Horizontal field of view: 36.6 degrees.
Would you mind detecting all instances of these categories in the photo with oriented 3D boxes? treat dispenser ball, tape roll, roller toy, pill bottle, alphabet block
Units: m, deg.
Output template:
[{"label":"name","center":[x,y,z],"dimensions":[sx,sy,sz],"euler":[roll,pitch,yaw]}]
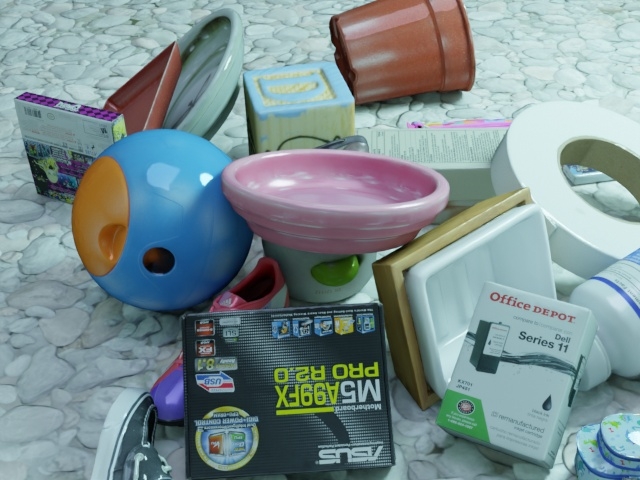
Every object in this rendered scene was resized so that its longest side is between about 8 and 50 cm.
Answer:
[{"label":"treat dispenser ball","center":[-0.246,-0.032,1.529],"dimensions":[0.288,0.288,0.288],"euler":[-2,34,1]},{"label":"tape roll","center":[0.477,-0.082,1.626],"dimensions":[0.392,0.072,0.392],"euler":[11,47,-12]},{"label":"roller toy","center":[0.000,0.000,1.591],"dimensions":[0.191,0.146,0.209],"euler":[20,48,18]},{"label":"pill bottle","center":[0.457,0.101,1.390],"dimensions":[0.272,0.152,0.152],"euler":[-31,41,-12]},{"label":"alphabet block","center":[-0.041,-0.210,1.859],"dimensions":[0.192,0.197,0.193],"euler":[-8,34,-6]}]

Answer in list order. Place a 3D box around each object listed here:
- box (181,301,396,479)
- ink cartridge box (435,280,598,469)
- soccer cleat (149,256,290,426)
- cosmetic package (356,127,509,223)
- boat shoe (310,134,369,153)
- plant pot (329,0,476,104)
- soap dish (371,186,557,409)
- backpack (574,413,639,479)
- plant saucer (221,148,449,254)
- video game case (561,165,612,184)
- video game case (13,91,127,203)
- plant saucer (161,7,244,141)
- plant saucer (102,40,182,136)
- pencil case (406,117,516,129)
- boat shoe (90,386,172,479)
[{"label":"box","center":[-0.044,0.198,1.273],"dimensions":[0.270,0.060,0.216],"euler":[-3,75,-1]},{"label":"ink cartridge box","center":[0.261,0.175,1.279],"dimensions":[0.153,0.087,0.208],"euler":[15,75,25]},{"label":"soccer cleat","center":[-0.150,0.144,1.416],"dimensions":[0.108,0.116,0.318],"euler":[17,39,26]},{"label":"cosmetic package","center":[0.212,-0.118,1.769],"dimensions":[0.296,0.129,0.153],"euler":[1,36,4]},{"label":"boat shoe","center":[-0.027,-0.104,1.703],"dimensions":[0.285,0.103,0.092],"euler":[-22,43,34]},{"label":"plant pot","center":[0.171,-0.428,2.130],"dimensions":[0.265,0.272,0.272],"euler":[-15,36,-5]},{"label":"soap dish","center":[0.212,0.076,1.414],"dimensions":[0.291,0.229,0.118],"euler":[-27,25,-32]},{"label":"backpack","center":[0.382,0.272,1.224],"dimensions":[0.114,0.084,0.105],"euler":[-3,32,4]},{"label":"plant saucer","center":[0.020,-0.058,1.418],"dimensions":[0.332,0.084,0.332],"euler":[3,19,-1]},{"label":"video game case","center":[0.563,-0.175,1.923],"dimensions":[0.201,0.023,0.183],"euler":[-7,34,-8]},{"label":"video game case","center":[-0.451,-0.157,1.796],"dimensions":[0.232,0.210,0.042],"euler":[15,38,25]},{"label":"plant saucer","center":[-0.263,-0.275,1.931],"dimensions":[0.400,0.100,0.400],"euler":[-38,32,29]},{"label":"plant saucer","center":[-0.370,-0.237,1.900],"dimensions":[0.258,0.048,0.259],"euler":[-29,38,39]},{"label":"pencil case","center":[0.286,-0.190,1.897],"dimensions":[0.236,0.104,0.104],"euler":[-2,34,-1]},{"label":"boat shoe","center":[-0.227,0.307,1.194],"dimensions":[0.102,0.108,0.301],"euler":[1,37,5]}]
